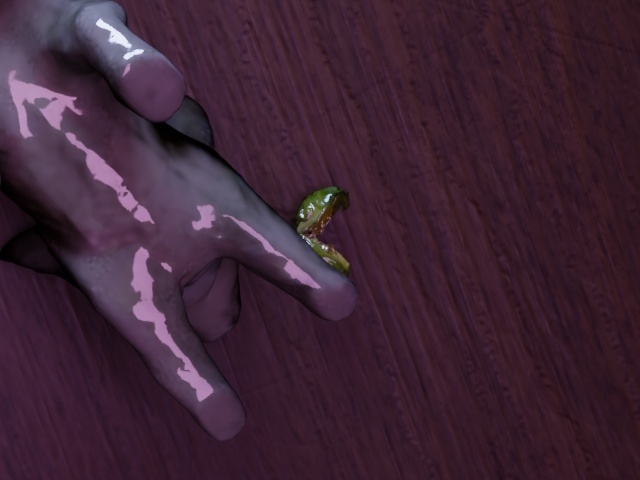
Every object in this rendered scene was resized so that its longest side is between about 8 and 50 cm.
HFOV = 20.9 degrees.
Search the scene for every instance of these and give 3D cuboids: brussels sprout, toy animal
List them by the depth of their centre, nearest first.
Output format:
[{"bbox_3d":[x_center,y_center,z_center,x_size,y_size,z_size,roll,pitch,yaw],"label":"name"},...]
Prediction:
[{"bbox_3d":[-0.160,-0.051,1.257,0.194,0.303,0.344,-42,125,-7],"label":"toy animal"},{"bbox_3d":[-0.001,-0.001,1.388,0.051,0.046,0.083,2,80,-12],"label":"brussels sprout"}]
